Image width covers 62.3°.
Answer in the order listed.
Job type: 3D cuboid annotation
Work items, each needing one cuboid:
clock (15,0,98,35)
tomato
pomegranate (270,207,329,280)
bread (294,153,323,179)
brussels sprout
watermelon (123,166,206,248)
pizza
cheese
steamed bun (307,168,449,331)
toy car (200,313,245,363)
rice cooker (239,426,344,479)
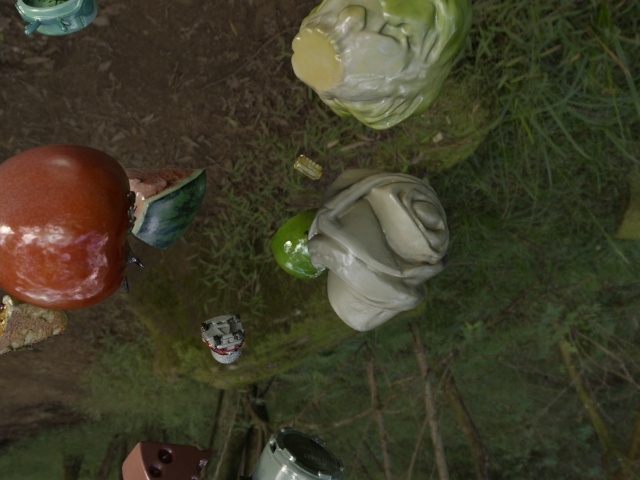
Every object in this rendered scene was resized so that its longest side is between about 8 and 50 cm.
[{"bbox_3d":[-0.537,-0.482,1.087,0.159,0.210,0.066,-3,145,3],"label":"clock"},{"bbox_3d":[-0.394,-0.021,0.820,0.225,0.255,0.256,-1,149,-22],"label":"tomato"},{"bbox_3d":[-0.002,0.006,1.400,0.241,0.159,0.190,-38,166,-9],"label":"pomegranate"},{"bbox_3d":[-0.032,-0.205,1.497,0.088,0.049,0.034,29,171,-13],"label":"bread"},{"bbox_3d":[0.100,-0.319,0.889,0.317,0.242,0.274,-31,176,-12],"label":"brussels sprout"},{"bbox_3d":[-0.506,-0.085,1.565,0.293,0.283,0.250,5,106,16],"label":"watermelon"},{"bbox_3d":[-0.862,0.241,1.529,0.081,0.229,0.289,44,170,18],"label":"pizza"},{"bbox_3d":[-0.371,0.607,1.290,0.203,0.177,0.128,22,122,-32],"label":"cheese"},{"bbox_3d":[0.156,-0.005,1.195,0.255,0.367,0.342,-10,132,34],"label":"steamed bun"},{"bbox_3d":[-0.249,0.270,1.392,0.112,0.139,0.112,-12,114,-19],"label":"toy car"},{"bbox_3d":[-0.078,0.653,1.418,0.281,0.227,0.241,26,-175,-27],"label":"rice cooker"}]
